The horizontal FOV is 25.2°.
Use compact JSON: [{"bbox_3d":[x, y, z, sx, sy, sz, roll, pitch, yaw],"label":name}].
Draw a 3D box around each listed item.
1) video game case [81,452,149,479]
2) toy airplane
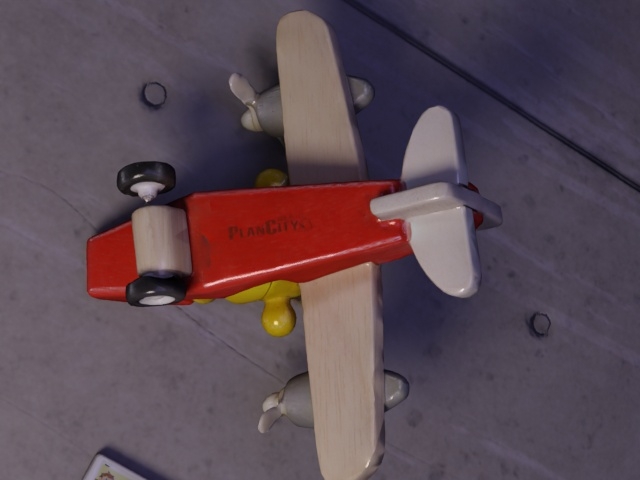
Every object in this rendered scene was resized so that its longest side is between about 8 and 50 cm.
[{"bbox_3d":[-0.190,0.357,1.495,0.212,0.023,0.193,33,73,-18],"label":"video game case"},{"bbox_3d":[0.000,0.000,1.484,0.384,0.272,0.386,36,83,15],"label":"toy airplane"}]
